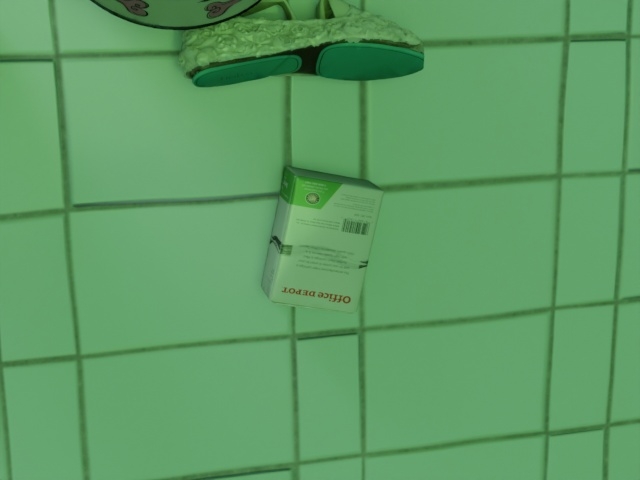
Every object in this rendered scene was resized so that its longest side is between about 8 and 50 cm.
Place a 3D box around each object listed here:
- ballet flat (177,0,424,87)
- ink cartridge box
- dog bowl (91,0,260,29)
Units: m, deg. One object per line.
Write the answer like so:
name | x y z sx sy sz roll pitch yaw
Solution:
ballet flat | -0.026 -0.330 1.802 0.408 0.147 0.147 -5 106 -15
ink cartridge box | 0.000 0.000 1.908 0.160 0.092 0.219 9 102 -17
dog bowl | -0.209 -0.520 1.621 0.407 0.150 0.408 1 86 -11
